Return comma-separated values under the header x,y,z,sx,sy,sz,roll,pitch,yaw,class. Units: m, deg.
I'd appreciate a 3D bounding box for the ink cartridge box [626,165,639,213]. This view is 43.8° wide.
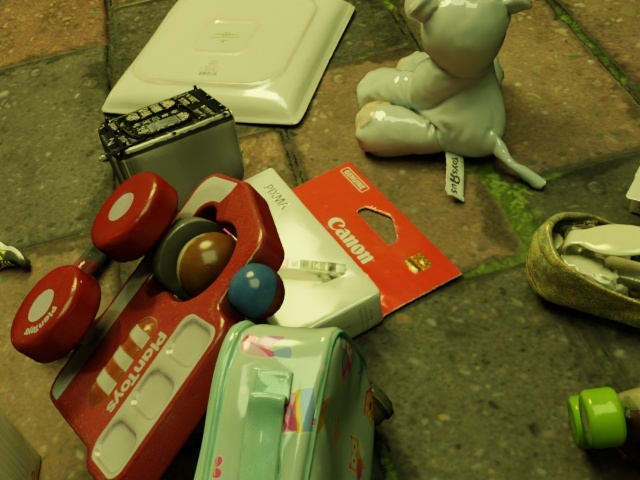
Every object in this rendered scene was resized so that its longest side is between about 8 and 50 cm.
x,y,z,sx,sy,sz,roll,pitch,yaw,class
0.445,-0.074,0.964,0.104,0.061,0.181,20,53,28,ink cartridge box

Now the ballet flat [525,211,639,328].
x,y,z,sx,sy,sz,roll,pitch,yaw,class
0.384,0.048,0.821,0.348,0.123,0.123,16,52,25,ballet flat

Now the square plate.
x,y,z,sx,sy,sz,roll,pitch,yaw,class
-0.150,-0.324,1.337,0.347,0.049,0.344,6,47,17,square plate

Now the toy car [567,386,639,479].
x,y,z,sx,sy,sz,roll,pitch,yaw,class
0.316,0.217,0.691,0.155,0.149,0.188,-9,74,8,toy car

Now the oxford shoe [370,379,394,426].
x,y,z,sx,sy,sz,roll,pitch,yaw,class
-0.033,0.166,0.819,0.227,0.083,0.096,5,49,33,oxford shoe

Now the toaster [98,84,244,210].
x,y,z,sx,sy,sz,roll,pitch,yaw,class
-0.207,-0.120,1.074,0.186,0.110,0.168,-24,28,-15,toaster

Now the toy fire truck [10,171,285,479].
x,y,z,sx,sy,sz,roll,pitch,yaw,class
-0.143,0.075,0.782,0.302,0.169,0.254,-54,37,-11,toy fire truck

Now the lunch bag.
x,y,z,sx,sy,sz,roll,pitch,yaw,class
-0.032,0.203,0.637,0.108,0.224,0.279,2,70,16,lunch bag

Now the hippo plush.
x,y,z,sx,sy,sz,roll,pitch,yaw,class
0.151,-0.232,1.053,0.234,0.236,0.294,-8,45,3,hippo plush

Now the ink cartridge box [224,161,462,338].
x,y,z,sx,sy,sz,roll,pitch,yaw,class
0.000,0.000,0.985,0.239,0.060,0.275,-28,47,-14,ink cartridge box

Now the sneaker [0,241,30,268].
x,y,z,sx,sy,sz,roll,pitch,yaw,class
-0.424,0.026,1.069,0.083,0.031,0.035,17,65,31,sneaker

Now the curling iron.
x,y,z,sx,sy,sz,roll,pitch,yaw,class
-0.288,0.040,1.023,0.068,0.035,0.274,17,43,-2,curling iron

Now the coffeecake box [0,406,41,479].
x,y,z,sx,sy,sz,roll,pitch,yaw,class
-0.333,0.255,0.743,0.068,0.142,0.185,-10,45,2,coffeecake box
